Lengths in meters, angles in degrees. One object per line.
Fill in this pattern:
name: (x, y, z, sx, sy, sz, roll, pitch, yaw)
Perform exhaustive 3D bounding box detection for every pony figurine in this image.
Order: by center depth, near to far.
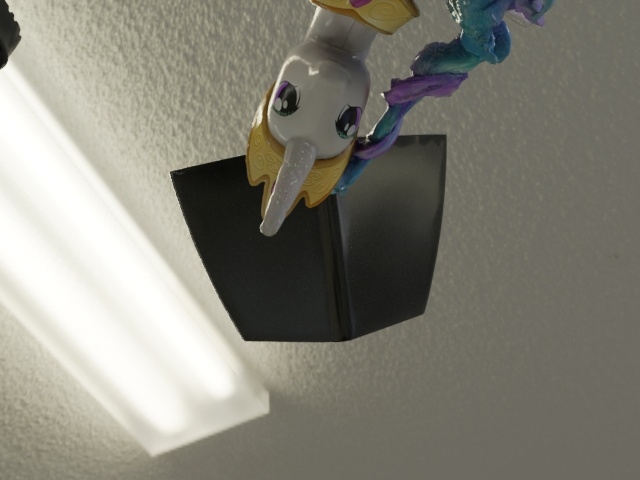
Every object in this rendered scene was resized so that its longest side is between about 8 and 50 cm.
pony figurine: (0.039, -0.219, 0.449, 0.303, 0.351, 0.363, 17, -38, -7)

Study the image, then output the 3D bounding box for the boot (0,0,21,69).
boot: (-0.374, -0.158, 0.554, 0.131, 0.260, 0.348, 6, -30, 24)

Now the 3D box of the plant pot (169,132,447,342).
plant pot: (0.000, 0.000, 0.709, 0.188, 0.187, 0.167, -5, -86, 41)
